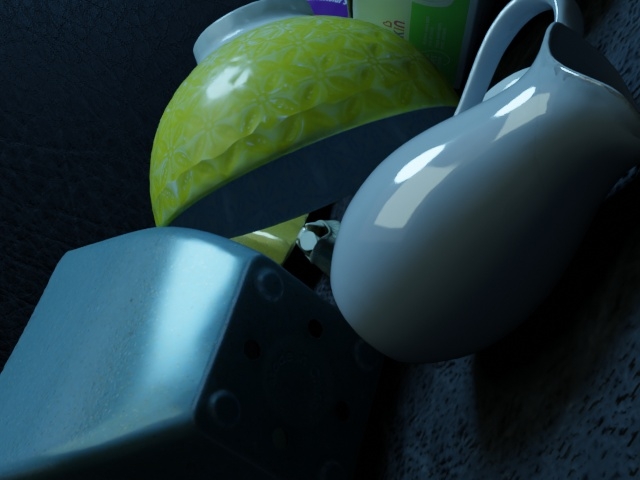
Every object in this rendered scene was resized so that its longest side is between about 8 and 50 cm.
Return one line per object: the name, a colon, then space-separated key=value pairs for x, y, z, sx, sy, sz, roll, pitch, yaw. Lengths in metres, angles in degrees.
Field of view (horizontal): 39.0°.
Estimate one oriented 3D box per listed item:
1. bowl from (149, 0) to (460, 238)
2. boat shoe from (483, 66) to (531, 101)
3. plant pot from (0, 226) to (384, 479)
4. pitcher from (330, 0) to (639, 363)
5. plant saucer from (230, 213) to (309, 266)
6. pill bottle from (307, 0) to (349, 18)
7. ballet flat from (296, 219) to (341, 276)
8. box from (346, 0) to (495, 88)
bowl: x=-0.033 y=-0.122 z=0.811 sx=0.290 sy=0.156 sz=0.289 roll=-22 pitch=-7 yaw=-3
boat shoe: x=0.116 y=-0.041 z=0.629 sx=0.184 sy=0.066 sz=0.063 roll=-48 pitch=33 yaw=42
plant pot: x=-0.096 y=0.132 z=0.728 sx=0.252 sy=0.247 sz=0.247 roll=-24 pitch=38 yaw=44
pitcher: x=0.096 y=-0.039 z=0.538 sx=0.207 sy=0.125 sz=0.177 roll=-48 pitch=32 yaw=30
plant saucer: x=-0.114 y=0.032 z=1.247 sx=0.333 sy=0.081 sz=0.332 roll=-56 pitch=8 yaw=28
pill bottle: x=0.060 y=-0.272 z=1.040 sx=0.323 sy=0.182 sz=0.181 roll=-68 pitch=14 yaw=-19
ballet flat: x=0.000 y=0.000 z=1.014 sx=0.057 sy=0.052 sz=0.168 roll=-63 pitch=12 yaw=2
box: x=0.118 y=-0.309 z=0.815 sx=0.262 sy=0.127 sz=0.231 roll=85 pitch=-153 yaw=-70
